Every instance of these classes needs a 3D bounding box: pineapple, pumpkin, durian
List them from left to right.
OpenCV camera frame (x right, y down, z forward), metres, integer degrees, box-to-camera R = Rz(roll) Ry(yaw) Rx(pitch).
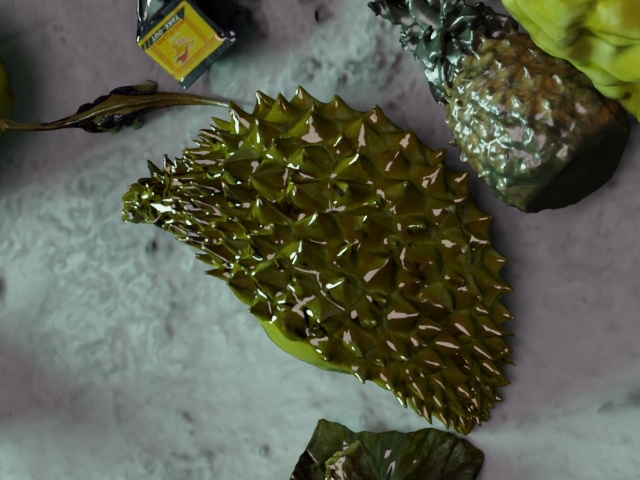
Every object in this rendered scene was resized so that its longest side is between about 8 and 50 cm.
[{"bbox_3d":[0.000,0.000,1.057,0.306,0.166,0.172,25,73,16],"label":"durian"},{"bbox_3d":[0.011,0.246,1.059,0.131,0.126,0.248,16,99,22],"label":"pumpkin"},{"bbox_3d":[0.109,-0.107,1.016,0.108,0.108,0.198,-51,61,19],"label":"pineapple"}]

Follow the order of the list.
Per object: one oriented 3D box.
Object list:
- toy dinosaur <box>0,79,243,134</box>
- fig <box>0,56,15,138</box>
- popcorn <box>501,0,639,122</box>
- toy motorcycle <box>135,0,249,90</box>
[{"bbox_3d":[-0.147,-0.097,1.161,0.180,0.058,0.037,-13,102,5],"label":"toy dinosaur"},{"bbox_3d":[-0.392,-0.096,1.154,0.326,0.258,0.258,-9,89,-6],"label":"fig"},{"bbox_3d":[0.224,-0.187,0.879,0.270,0.224,0.258,-21,86,-15],"label":"popcorn"},{"bbox_3d":[-0.049,-0.241,1.060,0.263,0.091,0.157,-40,108,23],"label":"toy motorcycle"}]
